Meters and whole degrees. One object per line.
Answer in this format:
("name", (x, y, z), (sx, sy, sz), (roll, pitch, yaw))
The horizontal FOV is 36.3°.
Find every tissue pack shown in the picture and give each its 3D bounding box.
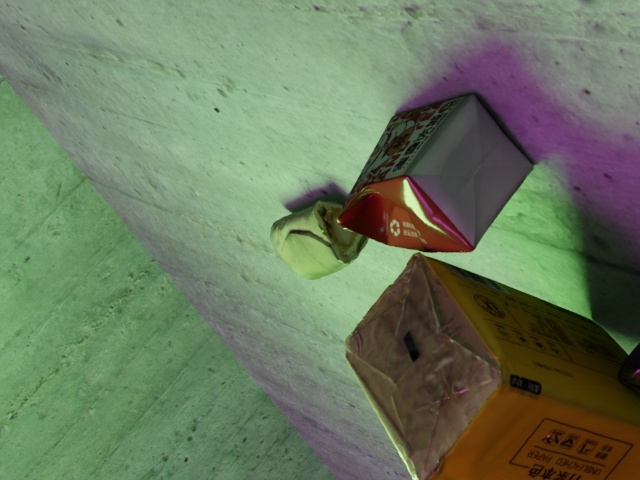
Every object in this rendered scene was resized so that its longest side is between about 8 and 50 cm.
("tissue pack", (0.267, 0.212, 1.353), (0.382, 0.228, 0.293), (20, -158, -31))

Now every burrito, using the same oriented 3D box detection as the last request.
("burrito", (-0.003, -0.003, 1.899), (0.143, 0.105, 0.299), (53, 161, -6))

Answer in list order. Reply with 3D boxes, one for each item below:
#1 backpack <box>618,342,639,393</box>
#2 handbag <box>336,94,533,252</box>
("backpack", (0.531, 0.167, 1.237), (0.258, 0.133, 0.206), (30, 151, 11))
("handbag", (0.129, -0.083, 1.369), (0.151, 0.171, 0.298), (46, 159, -19))
